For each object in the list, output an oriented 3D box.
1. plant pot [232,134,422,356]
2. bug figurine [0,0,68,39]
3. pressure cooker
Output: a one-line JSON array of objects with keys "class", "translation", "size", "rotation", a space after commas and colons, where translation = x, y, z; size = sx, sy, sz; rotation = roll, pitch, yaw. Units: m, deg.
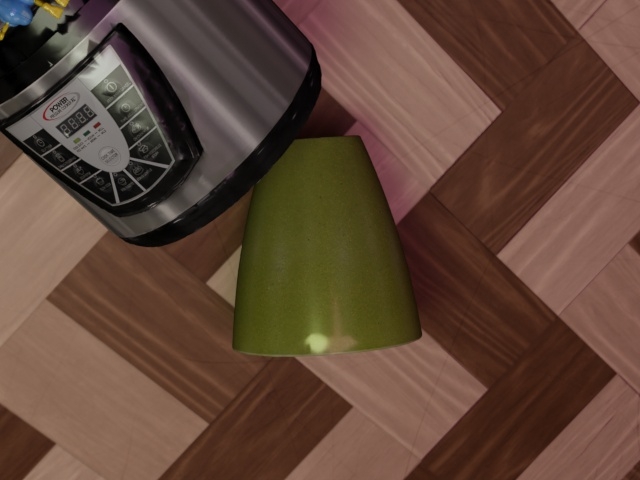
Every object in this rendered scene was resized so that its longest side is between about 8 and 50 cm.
[{"class": "plant pot", "translation": [0.000, 0.000, 1.791], "size": [0.275, 0.275, 0.293], "rotation": [-5, 93, -15]}, {"class": "bug figurine", "translation": [-0.369, -0.355, 1.301], "size": [0.279, 0.072, 0.216], "rotation": [31, 91, -20]}, {"class": "pressure cooker", "translation": [-0.257, -0.242, 1.559], "size": [0.420, 0.375, 0.370], "rotation": [46, 71, -24]}]
